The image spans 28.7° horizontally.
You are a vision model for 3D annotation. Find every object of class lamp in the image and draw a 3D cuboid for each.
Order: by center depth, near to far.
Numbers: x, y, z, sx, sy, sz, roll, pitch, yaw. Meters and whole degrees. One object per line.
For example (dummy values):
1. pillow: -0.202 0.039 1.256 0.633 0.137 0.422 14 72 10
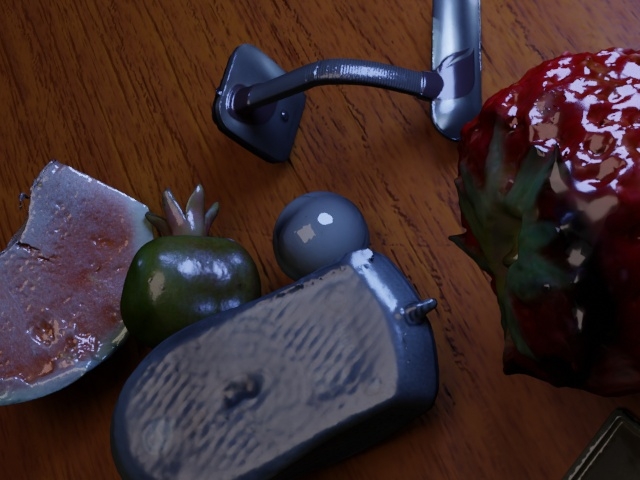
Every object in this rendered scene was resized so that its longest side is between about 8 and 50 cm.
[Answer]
1. lamp: 0.000 0.000 1.311 0.105 0.105 0.105 -15 61 29
2. lamp: 0.033 -0.201 1.376 0.283 0.124 0.203 -5 56 30

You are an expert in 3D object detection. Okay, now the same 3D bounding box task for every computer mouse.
1. computer mouse: -0.036 0.148 1.257 0.371 0.122 0.188 -28 66 16

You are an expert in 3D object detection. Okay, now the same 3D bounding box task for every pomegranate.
1. pomegranate: -0.146 0.036 1.374 0.131 0.152 0.191 114 149 -46

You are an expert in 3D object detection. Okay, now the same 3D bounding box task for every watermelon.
1. watermelon: -0.327 0.069 1.457 0.224 0.180 0.305 16 75 46

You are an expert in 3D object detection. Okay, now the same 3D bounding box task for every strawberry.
1. strawberry: 0.271 -0.018 1.057 0.292 0.310 0.292 6 97 63

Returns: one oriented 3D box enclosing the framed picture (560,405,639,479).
1. framed picture: 0.290 0.299 1.025 0.289 0.016 0.213 38 92 40
